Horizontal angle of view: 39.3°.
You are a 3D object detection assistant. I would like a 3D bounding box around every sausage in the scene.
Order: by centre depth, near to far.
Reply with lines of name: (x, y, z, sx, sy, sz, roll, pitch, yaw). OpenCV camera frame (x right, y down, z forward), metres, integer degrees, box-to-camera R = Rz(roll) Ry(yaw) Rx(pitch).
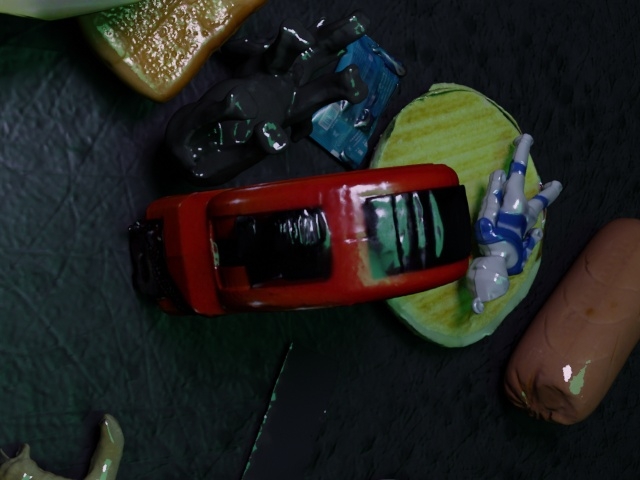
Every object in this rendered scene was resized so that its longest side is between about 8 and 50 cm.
sausage: (0.342, 0.099, 1.126, 0.304, 0.121, 0.121, -48, 118, -27)

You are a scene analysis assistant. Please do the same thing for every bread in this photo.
bread: (-0.127, -0.218, 0.786, 0.200, 0.077, 0.116, -51, 121, -23)
bread: (0.152, -0.030, 1.026, 0.301, 0.045, 0.301, 1, 89, -40)

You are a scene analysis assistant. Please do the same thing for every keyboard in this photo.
keyboard: (-0.038, 0.205, 0.905, 0.074, 0.015, 0.197, 28, 74, -31)

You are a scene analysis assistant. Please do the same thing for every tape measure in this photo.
tape measure: (0.001, 0.000, 0.788, 0.253, 0.260, 0.114, -11, 95, -42)

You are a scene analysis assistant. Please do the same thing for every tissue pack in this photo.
tissue pack: (0.041, -0.150, 0.949, 0.085, 0.028, 0.138, 36, 67, -32)

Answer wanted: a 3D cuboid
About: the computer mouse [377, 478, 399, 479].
computer mouse: (0.058, 0.417, 0.935, 0.197, 0.095, 0.331, 34, 60, -19)

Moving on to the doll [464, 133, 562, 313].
doll: (0.206, -0.014, 1.008, 0.114, 0.057, 0.227, 54, 49, -31)

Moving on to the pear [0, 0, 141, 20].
pear: (-0.254, -0.340, 0.629, 0.398, 0.165, 0.399, -1, 91, -37)

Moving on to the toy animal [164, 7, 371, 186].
toy animal: (-0.047, -0.137, 0.800, 0.245, 0.146, 0.115, -33, 99, -35)

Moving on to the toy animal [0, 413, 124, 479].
toy animal: (-0.179, 0.245, 0.761, 0.101, 0.103, 0.219, -30, 115, -8)
